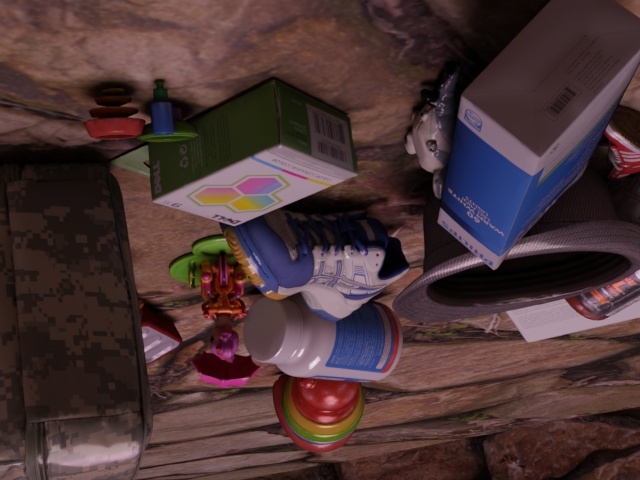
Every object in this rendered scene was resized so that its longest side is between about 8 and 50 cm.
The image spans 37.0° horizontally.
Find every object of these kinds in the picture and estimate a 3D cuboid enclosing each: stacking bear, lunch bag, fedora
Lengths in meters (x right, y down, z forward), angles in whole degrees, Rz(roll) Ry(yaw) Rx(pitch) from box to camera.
[{"bbox_3d":[0.006,0.274,1.727,0.175,0.164,0.289,-5,156,-6],"label":"stacking bear"},{"bbox_3d":[-0.304,0.086,0.868,0.256,0.305,0.212,-3,158,-20],"label":"lunch bag"},{"bbox_3d":[0.204,-0.007,1.026,0.275,0.124,0.243,-16,159,22],"label":"fedora"}]

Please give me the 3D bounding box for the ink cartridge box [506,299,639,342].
[{"bbox_3d":[0.359,0.026,1.279,0.275,0.060,0.239,-17,133,27],"label":"ink cartridge box"}]

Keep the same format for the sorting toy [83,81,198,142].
[{"bbox_3d":[-0.142,-0.104,0.779,0.061,0.042,0.102,-4,180,43],"label":"sorting toy"}]

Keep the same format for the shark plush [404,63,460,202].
[{"bbox_3d":[0.114,-0.110,0.863,0.067,0.073,0.161,-25,140,-5],"label":"shark plush"}]

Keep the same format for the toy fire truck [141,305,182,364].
[{"bbox_3d":[-0.341,0.157,1.306,0.254,0.169,0.302,-32,159,0],"label":"toy fire truck"}]

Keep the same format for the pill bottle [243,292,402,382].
[{"bbox_3d":[0.003,0.136,1.365,0.221,0.124,0.124,13,153,-44],"label":"pill bottle"}]

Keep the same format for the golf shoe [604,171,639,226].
[{"bbox_3d":[0.362,-0.051,1.018,0.069,0.086,0.176,3,157,-20],"label":"golf shoe"}]

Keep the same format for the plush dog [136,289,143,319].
[{"bbox_3d":[-0.309,0.111,1.059,0.210,0.225,0.262,8,167,46],"label":"plush dog"}]

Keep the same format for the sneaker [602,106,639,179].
[{"bbox_3d":[0.293,-0.093,0.939,0.118,0.042,0.067,16,154,-38],"label":"sneaker"}]

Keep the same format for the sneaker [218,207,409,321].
[{"bbox_3d":[0.000,0.000,1.051,0.131,0.112,0.296,-30,157,16],"label":"sneaker"}]

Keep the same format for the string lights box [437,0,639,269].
[{"bbox_3d":[0.173,-0.081,0.787,0.133,0.076,0.260,-46,165,-12],"label":"string lights box"}]

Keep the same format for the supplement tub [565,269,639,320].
[{"bbox_3d":[0.377,0.009,1.129,0.106,0.106,0.198,8,145,-36],"label":"supplement tub"}]

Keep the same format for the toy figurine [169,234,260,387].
[{"bbox_3d":[-0.114,0.096,1.161,0.130,0.159,0.173,-3,160,-10],"label":"toy figurine"}]

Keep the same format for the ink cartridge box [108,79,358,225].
[{"bbox_3d":[-0.082,-0.064,0.864,0.209,0.062,0.109,-20,158,34],"label":"ink cartridge box"}]
